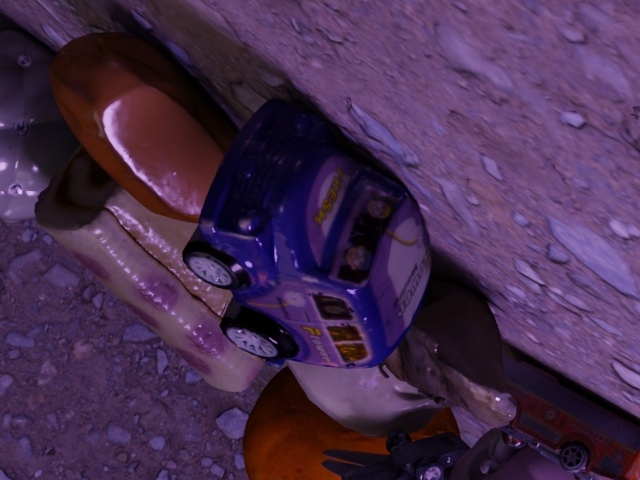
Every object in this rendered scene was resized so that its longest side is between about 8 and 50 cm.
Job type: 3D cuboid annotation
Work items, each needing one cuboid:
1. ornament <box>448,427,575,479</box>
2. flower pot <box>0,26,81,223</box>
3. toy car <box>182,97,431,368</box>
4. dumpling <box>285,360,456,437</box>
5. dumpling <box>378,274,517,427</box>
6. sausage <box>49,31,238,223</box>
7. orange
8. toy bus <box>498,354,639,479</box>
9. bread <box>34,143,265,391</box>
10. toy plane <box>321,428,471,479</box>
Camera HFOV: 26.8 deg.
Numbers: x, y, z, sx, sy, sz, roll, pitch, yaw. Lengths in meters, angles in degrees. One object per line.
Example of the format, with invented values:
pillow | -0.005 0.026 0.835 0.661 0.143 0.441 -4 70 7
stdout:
ornament | 0.209 0.259 1.368 0.177 0.177 0.177 37 168 9
flower pot | -0.389 -0.140 1.683 0.246 0.195 0.246 37 167 10
toy car | 0.000 0.000 1.134 0.158 0.172 0.235 11 150 28
dumpling | 0.056 0.158 1.581 0.252 0.131 0.179 13 179 16
dumpling | 0.096 0.080 1.291 0.166 0.086 0.332 56 166 -11
sausage | -0.161 -0.104 1.302 0.241 0.120 0.136 47 -179 -34
orange | 0.039 0.270 1.716 0.284 0.226 0.284 10 -155 -5
toy bus | 0.226 0.176 1.270 0.192 0.077 0.065 28 166 37
bread | -0.171 0.014 1.612 0.155 0.187 0.338 19 158 49
toy plane | 0.150 0.250 1.498 0.212 0.267 0.088 40 140 55
